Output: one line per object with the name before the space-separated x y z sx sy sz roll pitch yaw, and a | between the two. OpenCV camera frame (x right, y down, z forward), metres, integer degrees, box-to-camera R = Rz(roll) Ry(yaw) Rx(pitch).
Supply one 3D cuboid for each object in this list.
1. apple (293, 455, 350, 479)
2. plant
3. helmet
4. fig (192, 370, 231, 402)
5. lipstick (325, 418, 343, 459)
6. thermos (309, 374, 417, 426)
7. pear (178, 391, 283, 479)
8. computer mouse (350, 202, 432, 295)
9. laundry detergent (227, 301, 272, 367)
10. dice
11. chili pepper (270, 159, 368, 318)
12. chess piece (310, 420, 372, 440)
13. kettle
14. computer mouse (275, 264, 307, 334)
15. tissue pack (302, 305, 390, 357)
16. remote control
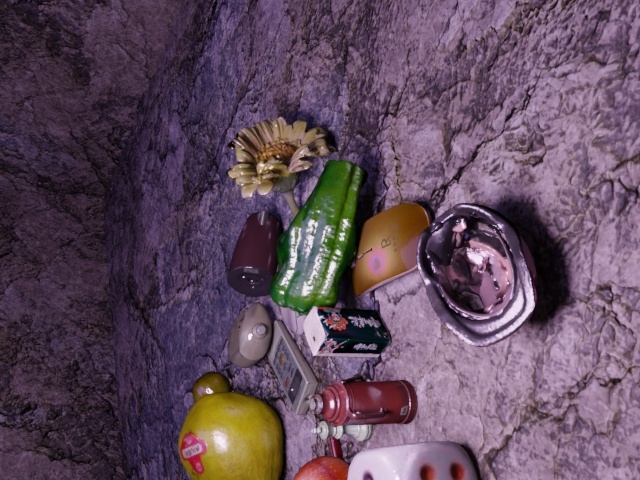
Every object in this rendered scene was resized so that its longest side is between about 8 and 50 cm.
apple | 0.025 0.592 1.590 0.201 0.162 0.201 -19 64 46
plant | -0.118 -0.211 1.888 0.261 0.306 0.297 48 161 18
helmet | 0.287 0.055 1.242 0.198 0.154 0.253 -42 67 24
fig | -0.311 0.514 2.255 0.236 0.124 0.124 28 111 33
lipstick | 0.030 0.474 1.729 0.027 0.027 0.176 -50 42 44
thermos | 0.084 0.339 1.452 0.124 0.232 0.099 25 106 58
pear | -0.230 0.596 1.925 0.375 0.287 0.287 60 138 17
computer mouse | 0.142 0.025 1.572 0.310 0.071 0.158 -32 56 54
laundry detergent | -0.202 0.274 2.048 0.253 0.091 0.181 140 141 -66
dice | 0.174 0.481 1.314 0.194 0.193 0.192 -33 58 55
chili pepper | -0.011 -0.004 1.648 0.213 0.167 0.385 20 92 67
chess piece | 0.043 0.429 1.589 0.059 0.149 0.059 -13 75 56
kettle | -0.176 0.043 2.044 0.202 0.144 0.232 91 -173 -52
computer mouse | -0.057 0.109 1.851 0.297 0.121 0.184 -63 37 29
tissue pack | 0.059 0.207 1.580 0.090 0.170 0.103 -61 35 34
remote control | -0.090 0.345 1.941 0.285 0.038 0.123 54 131 49
